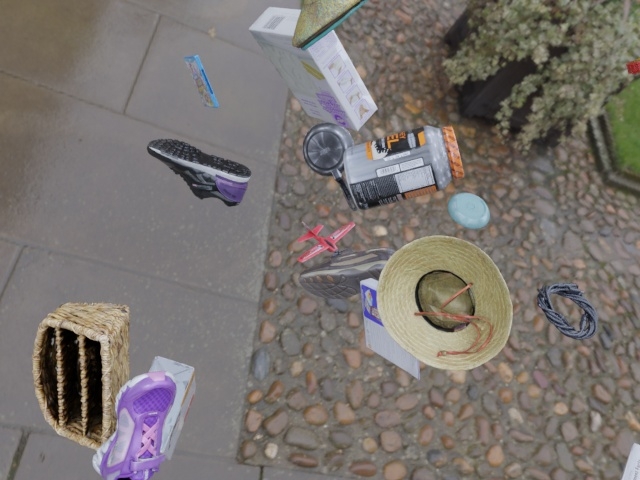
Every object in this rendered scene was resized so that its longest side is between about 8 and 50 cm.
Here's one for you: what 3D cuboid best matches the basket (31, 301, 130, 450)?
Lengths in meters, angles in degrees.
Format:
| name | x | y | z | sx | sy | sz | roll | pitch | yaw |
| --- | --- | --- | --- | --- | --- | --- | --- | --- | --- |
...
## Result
| name | x | y | z | sx | sy | sz | roll | pitch | yaw |
| --- | --- | --- | --- | --- | --- | --- | --- | --- | --- |
| basket | -0.580 | 0.315 | 1.310 | 0.214 | 0.299 | 0.223 | 4 | 14 | -8 |

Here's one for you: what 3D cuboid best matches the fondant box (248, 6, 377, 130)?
| name | x | y | z | sx | sy | sz | roll | pitch | yaw |
| --- | --- | --- | --- | --- | --- | --- | --- | --- | --- |
| fondant box | -0.016 | -0.464 | 1.502 | 0.096 | 0.238 | 0.330 | -51 | 134 | -9 |

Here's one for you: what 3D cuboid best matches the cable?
| name | x | y | z | sx | sy | sz | roll | pitch | yaw |
| --- | --- | --- | --- | --- | --- | --- | --- | --- | --- |
| cable | 0.610 | 0.176 | 1.374 | 0.185 | 0.047 | 0.150 | 3 | 63 | -30 |

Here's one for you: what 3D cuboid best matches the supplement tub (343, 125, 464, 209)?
| name | x | y | z | sx | sy | sz | roll | pitch | yaw |
| --- | --- | --- | --- | --- | --- | --- | --- | --- | --- |
| supplement tub | 0.239 | -0.213 | 1.588 | 0.316 | 0.193 | 0.193 | -14 | 59 | 13 |

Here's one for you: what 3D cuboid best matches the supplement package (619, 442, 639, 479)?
| name | x | y | z | sx | sy | sz | roll | pitch | yaw |
| --- | --- | --- | --- | --- | --- | --- | --- | --- | --- |
| supplement package | 0.578 | 0.449 | 0.836 | 0.244 | 0.138 | 0.134 | 18 | 30 | 32 |

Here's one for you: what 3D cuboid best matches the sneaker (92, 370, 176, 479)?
| name | x | y | z | sx | sy | sz | roll | pitch | yaw |
| --- | --- | --- | --- | --- | --- | --- | --- | --- | --- |
| sneaker | -0.280 | 0.313 | 0.865 | 0.095 | 0.236 | 0.104 | 11 | 24 | -37 |

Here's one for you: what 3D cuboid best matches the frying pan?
| name | x | y | z | sx | sy | sz | roll | pitch | yaw |
| --- | --- | --- | --- | --- | --- | --- | --- | --- | --- |
| frying pan | 0.026 | -0.263 | 1.991 | 0.197 | 0.325 | 0.053 | 2 | 14 | 19 |

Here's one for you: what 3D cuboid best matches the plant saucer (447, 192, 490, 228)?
| name | x | y | z | sx | sy | sz | roll | pitch | yaw |
| --- | --- | --- | --- | --- | --- | --- | --- | --- | --- |
| plant saucer | 0.402 | -0.086 | 1.484 | 0.120 | 0.021 | 0.119 | 5 | 57 | -7 |

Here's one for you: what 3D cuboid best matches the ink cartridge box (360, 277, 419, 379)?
| name | x | y | z | sx | sy | sz | roll | pitch | yaw |
| --- | --- | --- | --- | --- | --- | --- | --- | --- | --- |
| ink cartridge box | 0.187 | 0.219 | 1.398 | 0.045 | 0.208 | 0.206 | -20 | 115 | -29 |

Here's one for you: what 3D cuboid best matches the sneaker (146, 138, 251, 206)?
| name | x | y | z | sx | sy | sz | roll | pitch | yaw |
| --- | --- | --- | --- | --- | --- | --- | --- | --- | --- |
| sneaker | -0.337 | -0.172 | 1.478 | 0.284 | 0.124 | 0.107 | 22 | 28 | -2 |

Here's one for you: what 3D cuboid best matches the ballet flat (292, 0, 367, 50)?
| name | x | y | z | sx | sy | sz | roll | pitch | yaw |
| --- | --- | --- | --- | --- | --- | --- | --- | --- | --- |
| ballet flat | 0.072 | -0.452 | 0.904 | 0.123 | 0.349 | 0.123 | 43 | 33 | -37 |

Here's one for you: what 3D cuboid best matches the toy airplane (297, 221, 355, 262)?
| name | x | y | z | sx | sy | sz | roll | pitch | yaw |
| --- | --- | --- | --- | --- | --- | --- | --- | --- | --- |
| toy airplane | 0.000 | 0.000 | 1.207 | 0.151 | 0.028 | 0.151 | -13 | 40 | 11 |

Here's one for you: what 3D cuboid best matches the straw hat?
| name | x | y | z | sx | sy | sz | roll | pitch | yaw |
| --- | --- | --- | --- | --- | --- | --- | --- | --- | --- |
| straw hat | 0.135 | 0.063 | 0.594 | 0.144 | 0.144 | 0.061 | 50 | 21 | 9 |

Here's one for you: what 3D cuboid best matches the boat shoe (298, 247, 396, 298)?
| name | x | y | z | sx | sy | sz | roll | pitch | yaw |
| --- | --- | --- | --- | --- | --- | --- | --- | --- | --- |
| boat shoe | 0.100 | 0.102 | 1.817 | 0.130 | 0.356 | 0.132 | -72 | 145 | -44 |

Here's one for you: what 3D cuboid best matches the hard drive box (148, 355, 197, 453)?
| name | x | y | z | sx | sy | sz | roll | pitch | yaw |
| --- | --- | --- | --- | --- | --- | --- | --- | --- | --- |
| hard drive box | -0.349 | 0.378 | 1.226 | 0.089 | 0.232 | 0.181 | 18 | 64 | -3 |

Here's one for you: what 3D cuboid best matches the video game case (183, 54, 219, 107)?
| name | x | y | z | sx | sy | sz | roll | pitch | yaw |
| --- | --- | --- | --- | --- | --- | --- | --- | --- | --- |
| video game case | -0.379 | -0.504 | 1.754 | 0.015 | 0.119 | 0.166 | -30 | 117 | -19 |

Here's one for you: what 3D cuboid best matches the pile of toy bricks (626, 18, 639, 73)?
| name | x | y | z | sx | sy | sz | roll | pitch | yaw |
| --- | --- | --- | --- | --- | --- | --- | --- | --- | --- |
| pile of toy bricks | 0.483 | -0.283 | 0.708 | 0.105 | 0.212 | 0.118 | -25 | 102 | -21 |
